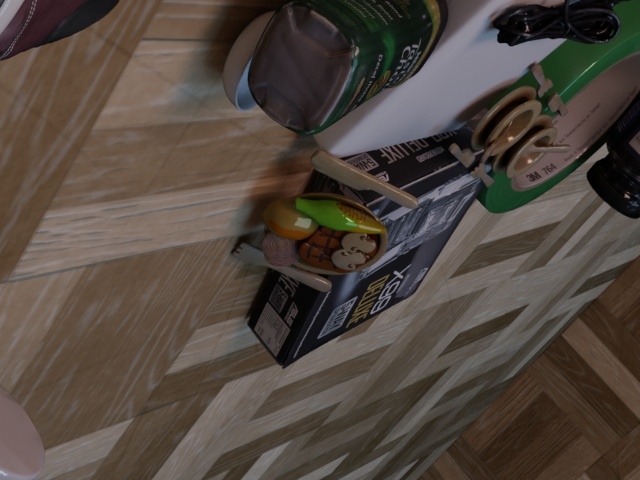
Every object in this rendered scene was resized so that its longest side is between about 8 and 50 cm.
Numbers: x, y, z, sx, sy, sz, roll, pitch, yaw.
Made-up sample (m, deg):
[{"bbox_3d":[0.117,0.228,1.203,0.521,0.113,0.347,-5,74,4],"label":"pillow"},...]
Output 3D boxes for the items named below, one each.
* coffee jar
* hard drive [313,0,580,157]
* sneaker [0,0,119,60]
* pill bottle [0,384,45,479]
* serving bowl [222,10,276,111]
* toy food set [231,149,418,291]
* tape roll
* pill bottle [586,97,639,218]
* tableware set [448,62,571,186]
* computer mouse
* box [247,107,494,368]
[{"bbox_3d":[0.027,-0.150,0.807,0.184,0.079,0.096,-38,162,-53],"label":"coffee jar"},{"bbox_3d":[0.173,-0.201,0.948,0.233,0.047,0.353,-18,163,-47],"label":"hard drive"},{"bbox_3d":[-0.108,-0.201,0.516,0.281,0.106,0.162,-48,179,7],"label":"sneaker"},{"bbox_3d":[-0.358,0.226,0.845,0.265,0.153,0.153,-43,160,4],"label":"pill bottle"},{"bbox_3d":[-0.049,-0.140,0.803,0.083,0.027,0.083,-52,166,-19],"label":"serving bowl"},{"bbox_3d":[0.000,0.000,1.039,0.192,0.132,0.038,-48,-155,47],"label":"toy food set"},{"bbox_3d":[0.305,-0.171,1.322,0.321,0.077,0.321,-35,159,-15],"label":"tape roll"},{"bbox_3d":[0.452,-0.136,1.372,0.123,0.123,0.219,-12,146,-53],"label":"pill bottle"},{"bbox_3d":[0.213,-0.106,1.126,0.128,0.039,0.194,-44,159,10],"label":"tableware set"},{"bbox_3d":[0.276,-0.224,0.834,0.184,0.060,0.262,-15,162,-49],"label":"computer mouse"},{"bbox_3d":[0.063,-0.007,1.229,0.242,0.076,0.307,-25,154,-37],"label":"box"}]
